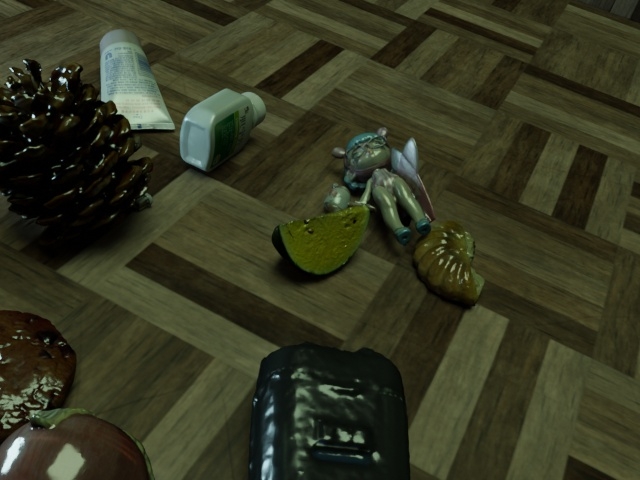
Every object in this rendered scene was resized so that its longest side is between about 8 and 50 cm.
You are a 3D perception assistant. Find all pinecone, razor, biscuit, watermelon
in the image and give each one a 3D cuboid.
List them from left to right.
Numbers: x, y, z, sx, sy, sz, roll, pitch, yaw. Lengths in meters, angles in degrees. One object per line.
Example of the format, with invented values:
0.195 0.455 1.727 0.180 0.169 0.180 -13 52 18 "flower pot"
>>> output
-0.383 0.153 0.830 0.192 0.049 0.192 12 39 -10 "biscuit"
-0.369 -0.121 1.014 0.224 0.272 0.224 -16 41 15 "pinecone"
0.004 0.010 1.089 0.181 0.092 0.075 -13 60 -41 "watermelon"
0.010 0.262 0.775 0.189 0.107 0.327 10 41 -6 "razor"
0.211 0.026 1.154 0.118 0.061 0.183 10 40 -3 "biscuit"

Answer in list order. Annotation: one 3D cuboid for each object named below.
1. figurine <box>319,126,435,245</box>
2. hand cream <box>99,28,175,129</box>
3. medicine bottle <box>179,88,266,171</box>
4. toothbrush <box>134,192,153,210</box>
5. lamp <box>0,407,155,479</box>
0.096 -0.081 1.232 0.205 0.103 0.260 -30 50 4 "figurine"
-0.363 -0.297 1.355 0.133 0.083 0.248 -4 54 -20 "hand cream"
-0.171 -0.205 1.260 0.069 0.119 0.183 24 38 15 "medicine bottle"
-0.417 -0.139 1.182 0.342 0.025 0.030 31 44 18 "toothbrush"
-0.229 0.257 0.670 0.215 0.151 0.223 -18 56 17 "lamp"
